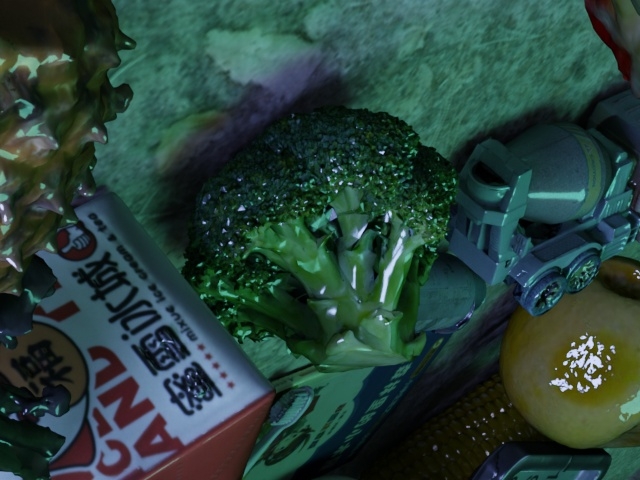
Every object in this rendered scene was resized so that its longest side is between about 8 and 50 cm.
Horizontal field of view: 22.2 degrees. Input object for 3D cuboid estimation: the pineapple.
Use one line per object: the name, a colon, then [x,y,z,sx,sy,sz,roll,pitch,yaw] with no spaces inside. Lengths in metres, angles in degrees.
pineapple: [-0.173,0.012,0.666,0.165,0.165,0.364,-27,154,-32]

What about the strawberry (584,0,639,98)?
strawberry: [0.309,-0.187,0.952,0.310,0.291,0.292,-26,159,-3]

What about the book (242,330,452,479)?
book: [-0.017,0.176,1.500,0.322,0.018,0.228,-16,149,-48]

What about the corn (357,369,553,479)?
corn: [0.181,0.237,1.811,0.387,0.144,0.144,-37,160,-18]

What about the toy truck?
toy truck: [0.206,-0.045,1.317,0.257,0.108,0.140,-23,141,-33]

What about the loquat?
loquat: [0.288,0.123,1.662,0.213,0.213,0.213,-35,159,-15]

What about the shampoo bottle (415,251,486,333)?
shampoo bottle: [0.072,0.043,1.308,0.072,0.072,0.214,-48,158,21]

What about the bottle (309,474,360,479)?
bottle: [-0.029,0.336,1.625,0.147,0.147,0.236,-22,169,-40]

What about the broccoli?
broccoli: [0.000,0.000,0.983,0.195,0.156,0.195,-6,168,-1]

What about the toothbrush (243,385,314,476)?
toothbrush: [-0.091,0.222,1.410,0.025,0.020,0.286,1,135,-49]

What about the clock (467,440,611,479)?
clock: [0.170,0.317,1.700,0.273,0.049,0.279,-56,151,12]

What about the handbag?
handbag: [-0.187,0.122,0.867,0.298,0.171,0.151,-30,159,-30]
